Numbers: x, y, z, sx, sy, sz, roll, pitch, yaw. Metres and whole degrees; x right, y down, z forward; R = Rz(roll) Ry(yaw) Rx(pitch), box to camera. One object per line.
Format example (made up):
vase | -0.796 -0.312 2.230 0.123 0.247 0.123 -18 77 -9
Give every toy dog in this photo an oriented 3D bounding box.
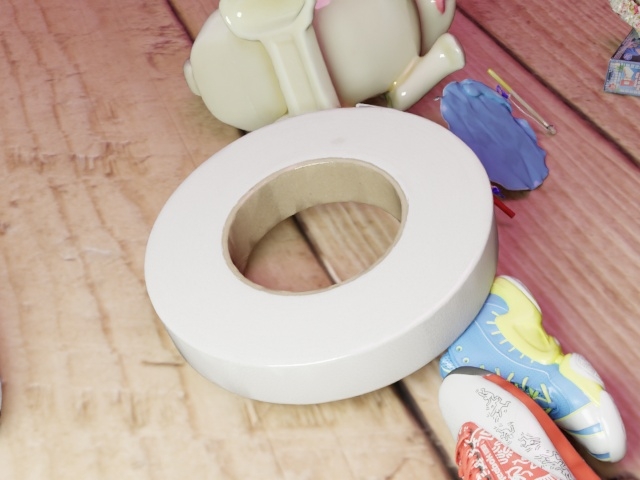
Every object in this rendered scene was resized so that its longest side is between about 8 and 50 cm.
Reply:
toy dog | 0.037 -0.295 1.382 0.395 0.285 0.408 -10 22 49

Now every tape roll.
tape roll | 0.000 0.000 1.039 0.392 0.072 0.392 -10 44 9

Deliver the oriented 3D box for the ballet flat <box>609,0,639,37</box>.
ballet flat | 0.530 -0.359 1.485 0.091 0.077 0.241 -11 39 -15

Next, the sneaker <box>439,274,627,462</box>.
sneaker | 0.197 0.143 0.942 0.126 0.091 0.240 -26 42 -4

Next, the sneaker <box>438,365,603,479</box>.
sneaker | 0.153 0.221 0.817 0.145 0.090 0.270 -20 44 -27

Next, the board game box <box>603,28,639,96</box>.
board game box | 0.573 -0.276 1.490 0.194 0.060 0.194 20 42 23

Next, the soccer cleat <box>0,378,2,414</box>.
soccer cleat | -0.398 0.069 0.965 0.116 0.143 0.331 -19 41 -23

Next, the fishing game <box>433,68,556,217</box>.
fishing game | 0.229 -0.139 1.283 0.189 0.041 0.264 39 42 -6
